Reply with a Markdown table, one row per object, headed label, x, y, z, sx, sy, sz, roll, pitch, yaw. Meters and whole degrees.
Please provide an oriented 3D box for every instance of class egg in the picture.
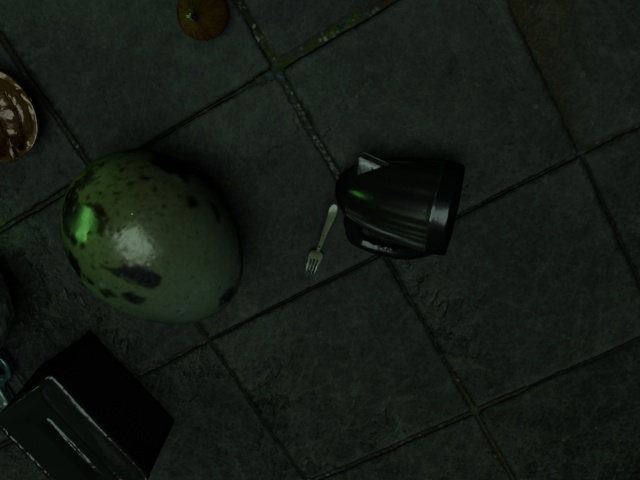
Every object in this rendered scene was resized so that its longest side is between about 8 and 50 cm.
| label | x | y | z | sx | sy | sz | roll | pitch | yaw |
| --- | --- | --- | --- | --- | --- | --- | --- | --- | --- |
| egg | -0.354 | -0.002 | 1.585 | 0.428 | 0.345 | 0.345 | 39 | 108 | -19 |

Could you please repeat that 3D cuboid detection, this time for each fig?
| label | x | y | z | sx | sy | sz | roll | pitch | yaw |
| --- | --- | --- | --- | --- | --- | --- | --- | --- | --- |
| fig | -0.260 | -0.465 | 1.520 | 0.119 | 0.153 | 0.119 | 17 | 135 | 18 |

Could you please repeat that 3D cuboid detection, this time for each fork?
| label | x | y | z | sx | sy | sz | roll | pitch | yaw |
| --- | --- | --- | --- | --- | --- | --- | --- | --- | --- |
| fork | 0.002 | -0.004 | 1.707 | 0.034 | 0.028 | 0.219 | 22 | 130 | 3 |

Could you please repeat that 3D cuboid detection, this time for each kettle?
| label | x | y | z | sx | sy | sz | roll | pitch | yaw |
| --- | --- | --- | --- | --- | --- | --- | --- | --- | --- |
| kettle | 0.167 | -0.088 | 1.629 | 0.271 | 0.251 | 0.207 | 13 | 76 | 13 |

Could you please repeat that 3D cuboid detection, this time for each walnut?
| label | x | y | z | sx | sy | sz | roll | pitch | yaw |
| --- | --- | --- | --- | --- | --- | --- | --- | --- | --- |
| walnut | -0.697 | -0.285 | 1.632 | 0.167 | 0.087 | 0.211 | -6 | 108 | 12 |

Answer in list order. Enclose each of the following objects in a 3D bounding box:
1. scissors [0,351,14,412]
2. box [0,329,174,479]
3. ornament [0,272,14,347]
| label | x | y | z | sx | sy | sz | roll | pitch | yaw |
| --- | --- | --- | --- | --- | --- | --- | --- | --- | --- |
| scissors | -0.835 | 0.419 | 1.926 | 0.138 | 0.041 | 0.289 | -13 | 109 | 17 |
| box | -0.575 | 0.446 | 1.814 | 0.204 | 0.251 | 0.345 | -34 | 104 | 14 |
| ornament | -0.900 | 0.180 | 1.699 | 0.337 | 0.337 | 0.337 | 1 | 111 | 3 |
